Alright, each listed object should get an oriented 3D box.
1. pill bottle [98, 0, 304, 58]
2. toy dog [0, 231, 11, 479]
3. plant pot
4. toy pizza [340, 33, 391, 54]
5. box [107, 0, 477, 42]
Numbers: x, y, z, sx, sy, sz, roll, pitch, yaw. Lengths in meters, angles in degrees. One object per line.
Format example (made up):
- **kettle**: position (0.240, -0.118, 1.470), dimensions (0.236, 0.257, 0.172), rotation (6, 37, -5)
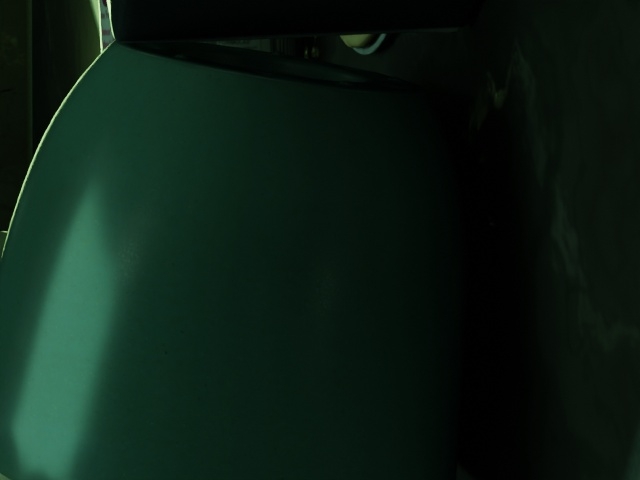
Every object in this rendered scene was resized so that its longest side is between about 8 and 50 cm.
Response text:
- **pill bottle**: position (-0.096, -0.240, 1.283), dimensions (0.160, 0.160, 0.283), rotation (-157, 64, -74)
- **toy dog**: position (-0.181, 0.209, 1.505), dimensions (0.395, 0.285, 0.407), rotation (126, 136, -68)
- **plant pot**: position (-0.046, 0.011, 0.952), dimensions (0.293, 0.293, 0.235), rotation (-139, 57, -70)
- **toy pizza**: position (0.019, -0.225, 1.101), dimensions (0.201, 0.032, 0.201), rotation (176, 90, -75)
- **box**: position (0.000, -0.323, 0.800), dimensions (0.395, 0.212, 0.293), rotation (114, 148, -62)
